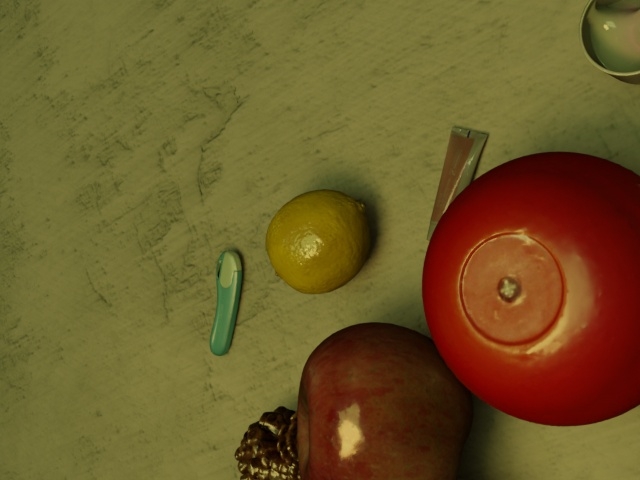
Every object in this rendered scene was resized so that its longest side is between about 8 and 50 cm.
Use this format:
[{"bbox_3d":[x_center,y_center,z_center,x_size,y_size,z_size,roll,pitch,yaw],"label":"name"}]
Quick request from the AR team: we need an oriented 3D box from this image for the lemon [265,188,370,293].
[{"bbox_3d":[0.000,0.000,1.371,0.203,0.178,0.178,-38,69,15],"label":"lemon"}]

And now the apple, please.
[{"bbox_3d":[0.104,0.293,1.213,0.269,0.345,0.344,1,91,-8],"label":"apple"}]

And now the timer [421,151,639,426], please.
[{"bbox_3d":[0.324,0.065,1.088,0.378,0.279,0.377,0,89,37],"label":"timer"}]

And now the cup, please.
[{"bbox_3d":[0.437,-0.301,1.090,0.134,0.142,0.173,-36,71,30],"label":"cup"}]

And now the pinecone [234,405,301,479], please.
[{"bbox_3d":[-0.066,0.393,1.416,0.212,0.169,0.185,-14,84,34],"label":"pinecone"}]

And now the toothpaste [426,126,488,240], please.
[{"bbox_3d":[0.221,-0.089,1.303,0.067,0.043,0.194,19,94,35],"label":"toothpaste"}]

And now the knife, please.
[{"bbox_3d":[-0.193,0.128,1.589,0.064,0.031,0.222,15,102,30],"label":"knife"}]
